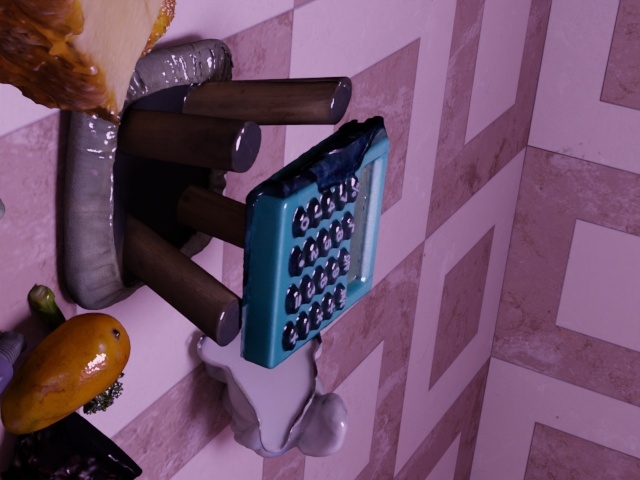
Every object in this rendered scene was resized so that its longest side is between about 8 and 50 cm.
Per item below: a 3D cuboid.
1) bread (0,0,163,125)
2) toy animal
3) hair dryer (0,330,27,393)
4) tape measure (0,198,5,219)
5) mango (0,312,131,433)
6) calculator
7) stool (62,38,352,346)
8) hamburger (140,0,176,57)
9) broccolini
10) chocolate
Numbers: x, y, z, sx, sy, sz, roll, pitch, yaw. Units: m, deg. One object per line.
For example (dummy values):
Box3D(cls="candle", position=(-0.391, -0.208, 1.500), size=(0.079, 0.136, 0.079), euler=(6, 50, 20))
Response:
Box3D(cls="bread", position=(-0.254, -0.246, 0.828), size=(0.279, 0.279, 0.207), euler=(88, 20, -78))
Box3D(cls="toy animal", position=(-0.071, 0.217, 1.754), size=(0.174, 0.249, 0.289), euler=(-29, -177, -13))
Box3D(cls="hair dryer", position=(-0.379, 0.222, 1.145), size=(0.301, 0.121, 0.361), euler=(-56, -174, 38))
Box3D(cls="tape measure", position=(-0.359, -0.077, 0.871), size=(0.115, 0.207, 0.235), euler=(-45, 165, 1))
Box3D(cls="mango", position=(-0.285, 0.146, 1.282), size=(0.165, 0.089, 0.115), euler=(-38, 180, -34))
Box3D(cls="calculator", position=(0.000, 0.000, 1.360), size=(0.274, 0.058, 0.248), euler=(-36, 137, -52))
Box3D(cls="stool", position=(-0.131, -0.060, 1.378), size=(0.310, 0.226, 0.310), euler=(-33, 137, -54))
Box3D(cls="hamburger", position=(-0.215, -0.254, 1.198), size=(0.137, 0.087, 0.166), euler=(-53, 144, -21))
Box3D(cls="broccolini", position=(-0.287, 0.130, 1.374), size=(0.067, 0.058, 0.216), euler=(-53, 150, -32))
Box3D(cls="chocolate", position=(-0.310, 0.276, 1.357), size=(0.133, 0.156, 0.156), euler=(-51, 154, -6))
